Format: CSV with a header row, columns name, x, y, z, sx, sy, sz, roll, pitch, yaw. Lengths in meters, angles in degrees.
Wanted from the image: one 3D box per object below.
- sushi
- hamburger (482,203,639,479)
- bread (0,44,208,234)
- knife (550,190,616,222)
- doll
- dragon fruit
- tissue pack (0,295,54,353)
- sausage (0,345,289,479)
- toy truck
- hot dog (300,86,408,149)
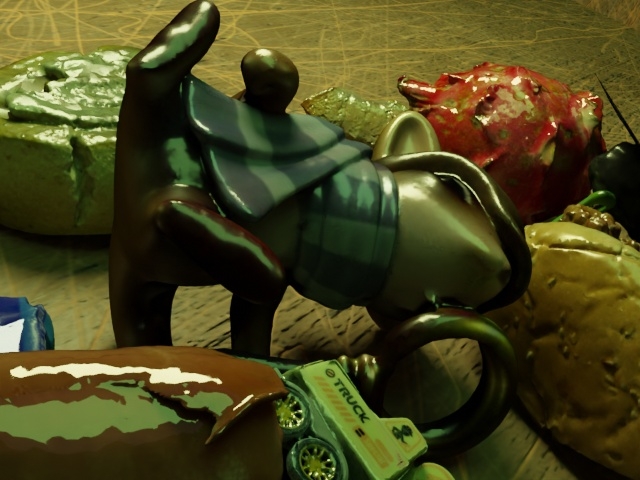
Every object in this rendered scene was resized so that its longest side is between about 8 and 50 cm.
name,x,y,z,sx,sy,sz,roll,pitch,yaw
sushi,0.354,0.016,0.851,0.359,0.064,0.343,61,20,7
hamburger,0.259,0.091,0.741,0.155,0.245,0.282,-8,8,-38
bread,-0.210,-0.090,0.790,0.257,0.124,0.186,-16,47,-43
knife,0.237,0.000,0.855,0.054,0.212,0.015,21,63,-9
doll,0.001,0.000,0.645,0.339,0.318,0.209,7,2,-31
dragon fruit,0.206,-0.118,1.012,0.268,0.210,0.205,25,-9,0
tissue pack,-0.221,0.155,0.390,0.209,0.137,0.270,1,39,-25
sausage,-0.217,0.082,0.294,0.418,0.094,0.094,2,0,-17
toy truck,0.025,0.162,0.525,0.116,0.085,0.191,-16,62,-40
hot dog,0.054,-0.152,1.097,0.168,0.078,0.061,18,-9,-5
